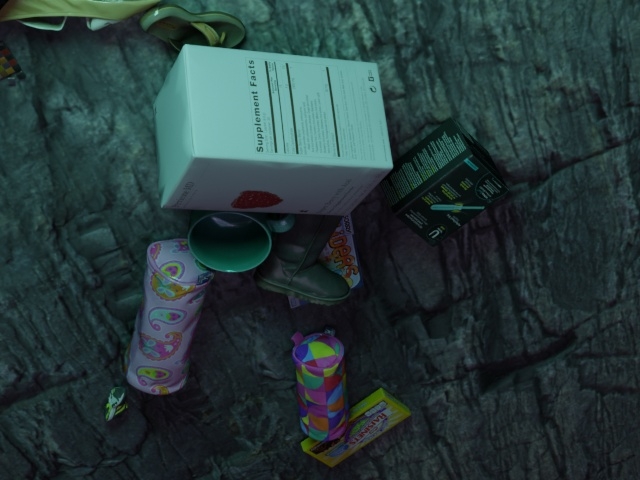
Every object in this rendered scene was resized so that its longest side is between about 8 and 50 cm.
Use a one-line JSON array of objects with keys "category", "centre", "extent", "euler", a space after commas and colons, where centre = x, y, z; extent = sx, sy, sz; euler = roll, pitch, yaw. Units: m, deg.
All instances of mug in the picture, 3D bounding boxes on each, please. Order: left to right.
[{"category": "mug", "centre": [-0.126, -0.026, 1.920], "extent": [0.157, 0.097, 0.129], "euler": [11, 131, -10]}]

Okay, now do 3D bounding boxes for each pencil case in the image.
[{"category": "pencil case", "centre": [-0.247, 0.125, 2.023], "extent": [0.124, 0.124, 0.284], "euler": [1, 130, -22]}, {"category": "pencil case", "centre": [0.001, 0.269, 2.276], "extent": [0.104, 0.104, 0.236], "euler": [-13, 134, -9]}]

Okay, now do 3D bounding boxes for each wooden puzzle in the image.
[{"category": "wooden puzzle", "centre": [-0.442, -0.242, 1.673], "extent": [0.049, 0.006, 0.083], "euler": [-25, 136, 3]}]

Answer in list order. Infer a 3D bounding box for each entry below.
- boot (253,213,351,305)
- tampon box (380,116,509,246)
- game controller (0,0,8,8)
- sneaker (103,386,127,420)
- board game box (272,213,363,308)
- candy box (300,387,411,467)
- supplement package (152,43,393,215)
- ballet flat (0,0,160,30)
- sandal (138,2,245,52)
[{"category": "boot", "centre": [0.002, 0.002, 1.990], "extent": [0.189, 0.076, 0.209], "euler": [10, 121, -29]}, {"category": "tampon box", "centre": [0.197, -0.093, 1.992], "extent": [0.161, 0.101, 0.120], "euler": [-37, 133, 17]}, {"category": "game controller", "centre": [-0.459, -0.339, 1.505], "extent": [0.166, 0.067, 0.319], "euler": [40, 110, -21]}, {"category": "sneaker", "centre": [-0.362, 0.291, 2.207], "extent": [0.035, 0.031, 0.083], "euler": [-1, 138, -38]}, {"category": "board game box", "centre": [-0.007, 0.020, 2.071], "extent": [0.136, 0.035, 0.201], "euler": [-18, 135, -4]}, {"category": "candy box", "centre": [0.071, 0.376, 2.452], "extent": [0.206, 0.027, 0.105], "euler": [-36, 137, 15]}, {"category": "supplement package", "centre": [-0.073, -0.149, 1.745], "extent": [0.292, 0.175, 0.177], "euler": [2, 157, -22]}, {"category": "ballet flat", "centre": [-0.320, -0.311, 1.604], "extent": [0.232, 0.080, 0.073], "euler": [3, 125, -11]}, {"category": "sandal", "centre": [-0.172, -0.280, 1.681], "extent": [0.072, 0.049, 0.180], "euler": [-37, 158, 30]}]
